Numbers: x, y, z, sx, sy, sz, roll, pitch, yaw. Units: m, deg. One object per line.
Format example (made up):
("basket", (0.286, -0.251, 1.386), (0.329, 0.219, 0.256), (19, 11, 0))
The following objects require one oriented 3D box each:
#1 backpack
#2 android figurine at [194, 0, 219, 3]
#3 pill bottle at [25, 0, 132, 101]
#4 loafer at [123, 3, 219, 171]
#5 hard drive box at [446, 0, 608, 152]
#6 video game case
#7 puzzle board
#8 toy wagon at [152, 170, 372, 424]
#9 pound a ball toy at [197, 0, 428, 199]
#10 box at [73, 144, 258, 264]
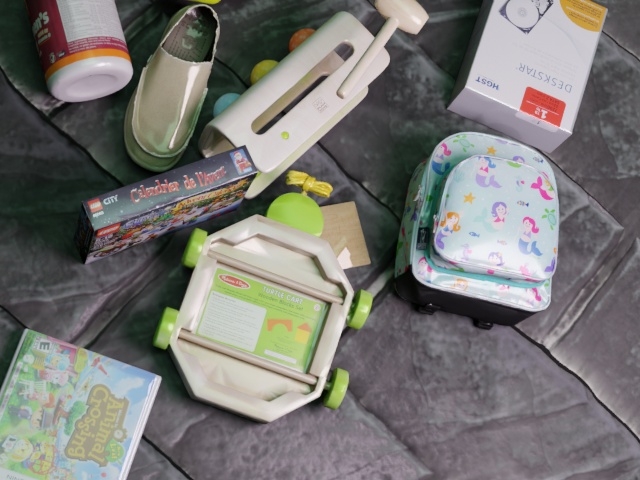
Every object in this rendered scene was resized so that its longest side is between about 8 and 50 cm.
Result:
("backpack", (0.230, -0.028, 1.856), (0.225, 0.191, 0.254), (14, 65, -10))
("android figurine", (-0.174, -0.455, 1.910), (0.272, 0.056, 0.248), (10, 67, -12))
("pill bottle", (-0.345, -0.315, 1.819), (0.121, 0.121, 0.221), (-13, 77, -18))
("loafer", (-0.208, -0.227, 1.843), (0.102, 0.092, 0.269), (16, 70, -9))
("hard drive box", (0.319, -0.279, 2.003), (0.181, 0.089, 0.232), (22, 69, -7))
("video game case", (-0.332, 0.244, 1.699), (0.193, 0.023, 0.212), (21, 69, -8))
("puzzle board", (0.000, 0.000, 1.872), (0.128, 0.011, 0.096), (-11, 77, -17))
("toy wagon", (-0.065, 0.072, 1.793), (0.267, 0.068, 0.344), (21, 71, -8))
("pound a ball toy", (-0.019, -0.229, 1.833), (0.136, 0.208, 0.319), (45, 68, 2))
("box", (-0.210, -0.046, 1.750), (0.233, 0.159, 0.044), (-21, 80, -20))
